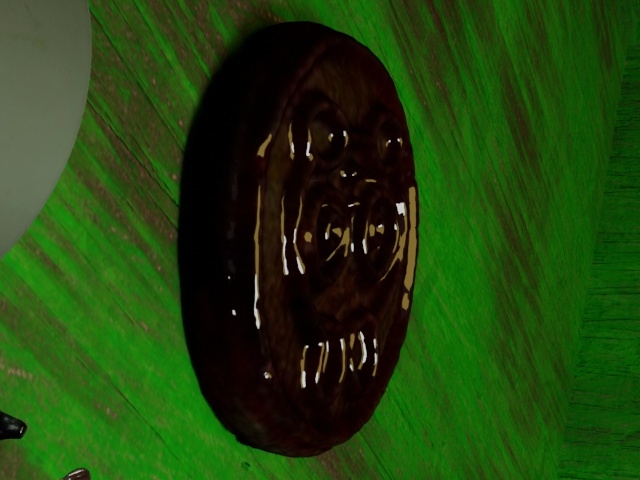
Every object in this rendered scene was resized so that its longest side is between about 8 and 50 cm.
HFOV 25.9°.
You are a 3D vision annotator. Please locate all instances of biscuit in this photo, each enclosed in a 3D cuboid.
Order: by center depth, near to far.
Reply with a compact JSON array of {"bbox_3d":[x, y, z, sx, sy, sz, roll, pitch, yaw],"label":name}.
[{"bbox_3d":[0.000,0.000,1.294,0.407,0.091,0.407,2,90,-67],"label":"biscuit"}]

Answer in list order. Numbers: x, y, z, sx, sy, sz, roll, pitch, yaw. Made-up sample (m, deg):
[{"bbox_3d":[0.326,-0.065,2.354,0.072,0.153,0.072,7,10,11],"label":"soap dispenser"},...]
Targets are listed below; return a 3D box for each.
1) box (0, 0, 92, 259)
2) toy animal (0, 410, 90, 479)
[{"bbox_3d":[-0.230,-0.086,0.574,0.149,0.226,0.226,27,67,-65],"label":"box"},{"bbox_3d":[-0.224,0.161,0.805,0.105,0.070,0.202,58,39,-8],"label":"toy animal"}]
